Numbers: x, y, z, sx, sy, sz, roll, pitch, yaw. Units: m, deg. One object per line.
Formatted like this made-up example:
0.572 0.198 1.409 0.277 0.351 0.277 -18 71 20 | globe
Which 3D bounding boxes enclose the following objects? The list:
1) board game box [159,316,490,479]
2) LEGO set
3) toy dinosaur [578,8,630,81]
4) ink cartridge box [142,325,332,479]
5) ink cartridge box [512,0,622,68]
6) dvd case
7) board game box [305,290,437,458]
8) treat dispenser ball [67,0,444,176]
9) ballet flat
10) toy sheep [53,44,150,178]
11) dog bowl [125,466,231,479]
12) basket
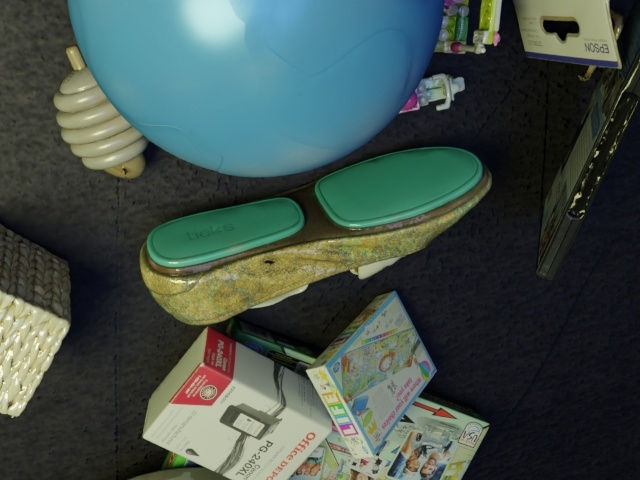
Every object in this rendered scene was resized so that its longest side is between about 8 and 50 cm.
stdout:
0.005 0.236 0.893 0.317 0.046 0.213 22 99 -18 | board game box
0.095 -0.261 0.733 0.132 0.107 0.287 -22 110 -6 | LEGO set
0.332 -0.206 0.844 0.093 0.053 0.183 34 104 -34 | toy dinosaur
-0.078 0.170 0.784 0.150 0.063 0.109 31 113 -19 | ink cartridge box
0.198 -0.340 0.697 0.069 0.176 0.371 -20 110 -7 | ink cartridge box
0.263 -0.104 0.755 0.022 0.180 0.253 21 118 7 | dvd case
0.057 0.133 0.820 0.026 0.154 0.103 -20 102 39 | board game box
-0.048 -0.193 0.624 0.288 0.288 0.288 -4 107 -12 | treat dispenser ball
0.000 0.000 0.796 0.349 0.123 0.123 -16 109 -9 | ballet flat
-0.194 -0.114 0.723 0.091 0.091 0.132 -24 115 -5 | toy sheep
-0.138 0.386 0.844 0.349 0.102 0.348 -3 116 -6 | dog bowl
-0.289 0.063 0.713 0.103 0.167 0.113 27 99 -25 | basket
